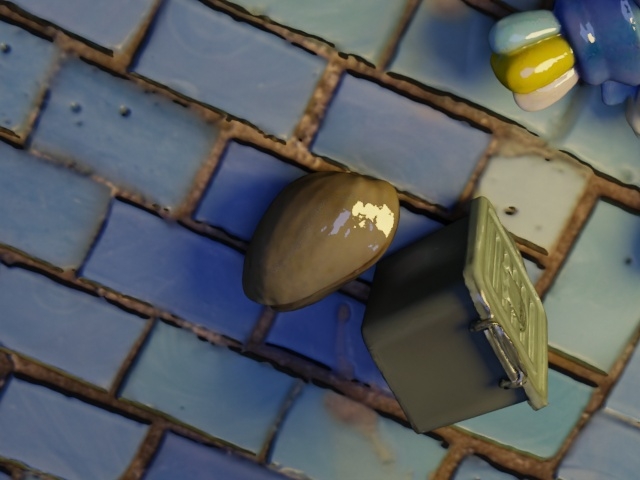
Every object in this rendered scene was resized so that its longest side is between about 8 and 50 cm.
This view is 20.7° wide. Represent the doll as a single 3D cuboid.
[{"bbox_3d":[0.367,-0.181,1.675,0.366,0.187,0.376,33,85,-20],"label":"doll"}]

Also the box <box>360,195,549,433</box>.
[{"bbox_3d":[0.133,0.079,1.723,0.135,0.243,0.163,-24,108,16],"label":"box"}]

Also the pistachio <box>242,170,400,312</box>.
[{"bbox_3d":[0.000,0.000,1.740,0.124,0.124,0.185,37,108,-13],"label":"pistachio"}]
